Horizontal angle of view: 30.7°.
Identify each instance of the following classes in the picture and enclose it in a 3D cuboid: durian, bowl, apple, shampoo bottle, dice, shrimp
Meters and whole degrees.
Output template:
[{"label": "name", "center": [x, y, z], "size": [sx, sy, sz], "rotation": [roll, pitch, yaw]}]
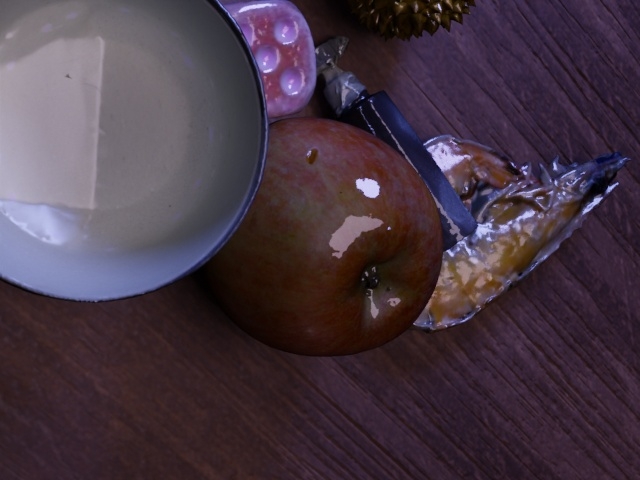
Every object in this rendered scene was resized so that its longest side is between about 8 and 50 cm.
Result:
[{"label": "durian", "center": [0.074, -0.248, 0.981], "size": [0.168, 0.137, 0.158], "rotation": [5, 70, -41]}, {"label": "bowl", "center": [-0.158, -0.080, 0.824], "size": [0.237, 0.126, 0.238], "rotation": [-1, 95, -7]}, {"label": "apple", "center": [0.000, 0.000, 0.911], "size": [0.188, 0.174, 0.188], "rotation": [-15, 121, -28]}, {"label": "shampoo bottle", "center": [0.056, -0.081, 1.000], "size": [0.208, 0.057, 0.063], "rotation": [55, 37, -2]}, {"label": "dice", "center": [-0.063, -0.140, 0.921], "size": [0.094, 0.093, 0.091], "rotation": [-11, 100, -30]}, {"label": "shrimp", "center": [0.160, -0.035, 1.090], "size": [0.317, 0.062, 0.164], "rotation": [-30, 107, -23]}]
